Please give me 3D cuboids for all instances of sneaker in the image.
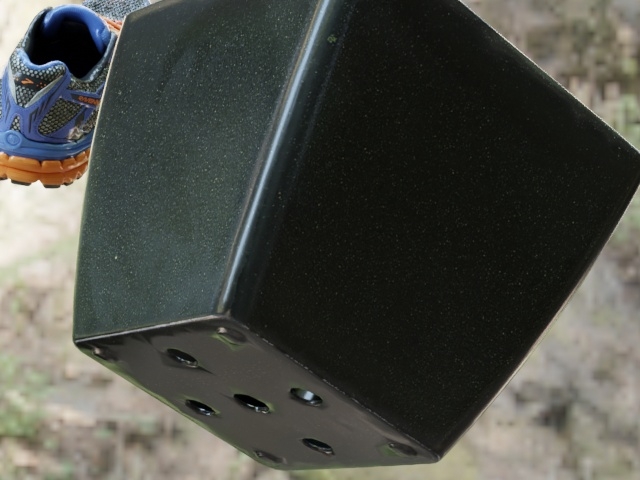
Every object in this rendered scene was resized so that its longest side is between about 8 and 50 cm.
[{"bbox_3d":[-0.147,-0.115,1.213,0.083,0.087,0.221,15,32,3],"label":"sneaker"}]

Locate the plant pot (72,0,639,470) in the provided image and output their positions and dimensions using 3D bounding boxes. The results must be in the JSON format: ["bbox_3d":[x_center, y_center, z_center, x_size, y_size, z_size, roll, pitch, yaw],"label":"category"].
[{"bbox_3d":[0.000,0.000,0.844,0.187,0.167,0.188,35,-28,-28],"label":"plant pot"}]
